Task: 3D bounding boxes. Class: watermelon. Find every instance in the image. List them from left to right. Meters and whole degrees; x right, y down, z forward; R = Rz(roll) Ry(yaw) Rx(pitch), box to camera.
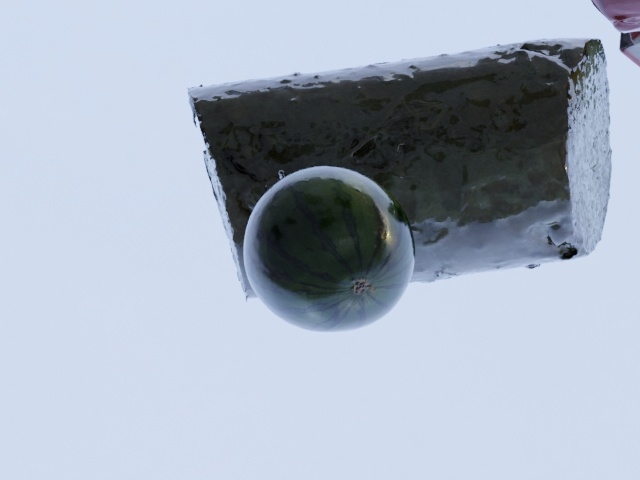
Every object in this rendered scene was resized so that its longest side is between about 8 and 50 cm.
[{"bbox_3d":[0.003,0.005,1.042,0.109,0.109,0.109,-5,-119,8],"label":"watermelon"}]

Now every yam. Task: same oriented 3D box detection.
[{"bbox_3d":[0.065,-0.051,1.273,0.304,0.168,0.168,-7,-120,0],"label":"yam"}]

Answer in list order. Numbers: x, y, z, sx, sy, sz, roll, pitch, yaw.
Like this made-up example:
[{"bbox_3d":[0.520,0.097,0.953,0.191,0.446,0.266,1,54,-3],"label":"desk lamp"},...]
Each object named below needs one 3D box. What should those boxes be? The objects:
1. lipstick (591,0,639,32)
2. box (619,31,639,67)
[{"bbox_3d":[0.226,-0.122,0.604,0.279,0.073,0.073,-8,-121,25],"label":"lipstick"},{"bbox_3d":[0.334,-0.185,1.309,0.229,0.123,0.050,-35,-139,29],"label":"box"}]
